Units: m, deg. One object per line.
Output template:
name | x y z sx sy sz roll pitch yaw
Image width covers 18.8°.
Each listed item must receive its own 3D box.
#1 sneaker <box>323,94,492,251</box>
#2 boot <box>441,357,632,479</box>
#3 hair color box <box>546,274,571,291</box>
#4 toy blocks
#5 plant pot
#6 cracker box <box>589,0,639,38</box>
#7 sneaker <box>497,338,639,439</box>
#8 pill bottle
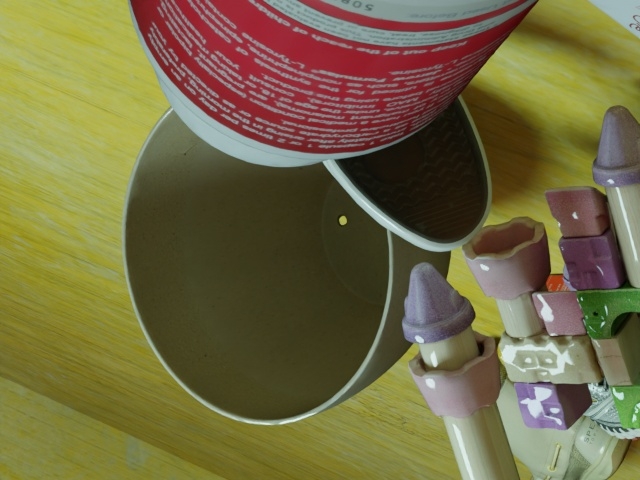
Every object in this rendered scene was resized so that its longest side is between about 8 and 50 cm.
sneaker | 0.023 -0.109 1.405 0.290 0.106 0.123 53 175 12
boot | 0.218 0.205 2.124 0.203 0.095 0.262 26 161 0
hair color box | 0.270 0.074 1.741 0.093 0.053 0.167 36 159 -26
toy blocks | 0.236 0.012 1.421 0.288 0.309 0.260 -3 115 37
plant pot | 0.000 0.000 1.628 0.284 0.284 0.191 13 -167 36
cracker box | 0.254 -0.141 1.110 0.232 0.067 0.155 32 163 -20
sneaker | 0.256 0.131 1.868 0.092 0.088 0.225 39 158 -33
pill bottle | 0.012 -0.178 1.078 0.229 0.229 0.408 27 162 -4
